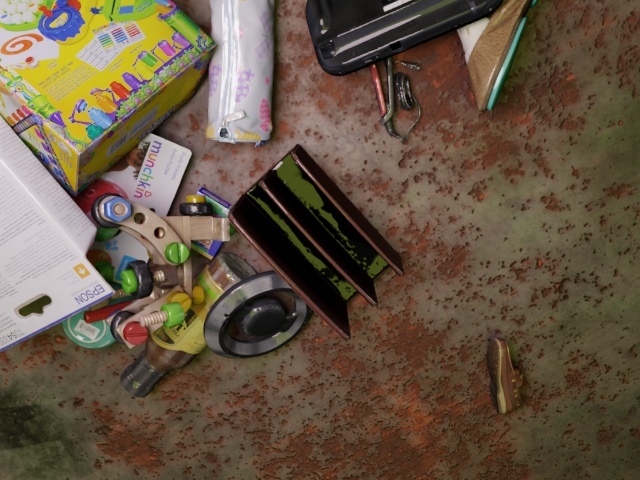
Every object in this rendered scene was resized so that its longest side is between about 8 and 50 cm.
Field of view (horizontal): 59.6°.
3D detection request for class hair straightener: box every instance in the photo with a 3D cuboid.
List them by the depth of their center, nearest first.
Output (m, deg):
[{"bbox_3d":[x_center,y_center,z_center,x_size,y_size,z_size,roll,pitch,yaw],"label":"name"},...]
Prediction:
[{"bbox_3d":[0.135,-0.291,0.992,0.089,0.047,0.230,-13,100,4],"label":"hair straightener"}]

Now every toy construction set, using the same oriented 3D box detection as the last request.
[{"bbox_3d":[-0.274,0.051,0.990,0.309,0.237,0.257,-37,70,49],"label":"toy construction set"}]

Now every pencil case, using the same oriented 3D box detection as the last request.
[{"bbox_3d":[-0.140,-0.302,0.959,0.114,0.124,0.273,12,106,26],"label":"pencil case"}]

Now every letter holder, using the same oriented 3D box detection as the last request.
[{"bbox_3d":[0.000,0.000,0.994,0.152,0.214,0.302,-41,101,12],"label":"letter holder"}]

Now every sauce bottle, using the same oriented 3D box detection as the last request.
[{"bbox_3d":[-0.265,0.176,1.104,0.111,0.111,0.344,40,101,-9],"label":"sauce bottle"}]

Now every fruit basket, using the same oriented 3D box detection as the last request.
[{"bbox_3d":[-0.457,-0.085,1.004,0.353,0.165,0.327,24,113,-14],"label":"fruit basket"}]

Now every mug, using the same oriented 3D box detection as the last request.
[{"bbox_3d":[-0.430,0.146,1.107,0.158,0.097,0.129,-14,105,6],"label":"mug"}]

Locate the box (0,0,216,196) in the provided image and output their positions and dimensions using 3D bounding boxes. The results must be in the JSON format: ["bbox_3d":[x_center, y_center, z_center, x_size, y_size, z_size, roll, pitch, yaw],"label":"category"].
[{"bbox_3d":[-0.375,-0.282,0.864,0.279,0.177,0.290,44,62,-7],"label":"box"}]

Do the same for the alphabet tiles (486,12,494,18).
[{"bbox_3d":[0.236,-0.517,0.941,0.278,0.021,0.284,0,106,-1],"label":"alphabet tiles"}]

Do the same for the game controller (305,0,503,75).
[{"bbox_3d":[0.128,-0.394,0.912,0.319,0.067,0.166,-18,71,17],"label":"game controller"}]

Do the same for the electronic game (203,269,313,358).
[{"bbox_3d":[-0.112,0.145,1.071,0.229,0.048,0.229,-19,138,-18],"label":"electronic game"}]

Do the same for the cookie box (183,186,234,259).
[{"bbox_3d":[-0.220,-0.033,1.080,0.092,0.040,0.107,32,105,-7],"label":"cookie box"}]

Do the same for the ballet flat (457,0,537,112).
[{"bbox_3d":[0.301,-0.389,0.920,0.124,0.116,0.342,27,104,12],"label":"ballet flat"}]

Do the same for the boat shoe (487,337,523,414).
[{"bbox_3d":[0.381,0.274,1.145,0.060,0.064,0.178,-12,112,-1],"label":"boat shoe"}]

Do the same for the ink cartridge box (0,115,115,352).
[{"bbox_3d":[-0.520,-0.002,0.888,0.324,0.071,0.330,-24,112,26],"label":"ink cartridge box"}]
